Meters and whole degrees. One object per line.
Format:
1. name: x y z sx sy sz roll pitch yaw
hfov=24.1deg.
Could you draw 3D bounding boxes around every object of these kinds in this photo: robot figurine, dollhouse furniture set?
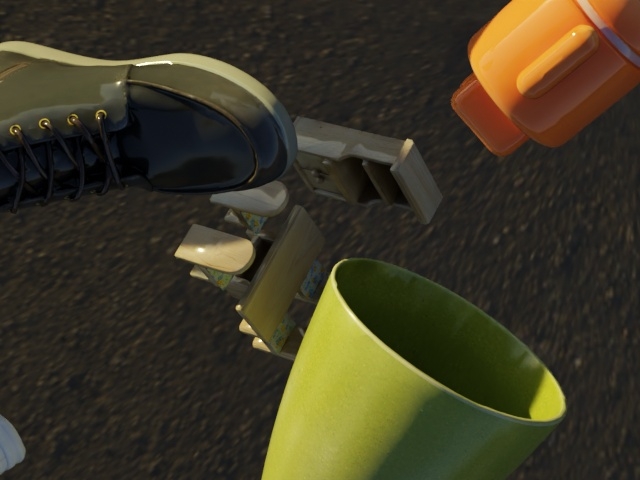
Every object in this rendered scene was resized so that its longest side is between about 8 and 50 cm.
1. robot figurine: 0.215 -0.168 1.285 0.219 0.158 0.128 -40 56 24
2. dollhouse furniture set: 0.000 0.000 1.650 0.161 0.212 0.242 16 66 33

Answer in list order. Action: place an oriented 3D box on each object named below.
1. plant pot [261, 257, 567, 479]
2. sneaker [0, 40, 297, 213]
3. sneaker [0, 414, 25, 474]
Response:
1. plant pot: 0.061 0.216 1.551 0.275 0.275 0.293 32 108 5
2. sneaker: -0.129 -0.045 0.819 0.222 0.118 0.083 9 126 28
3. sneaker: -0.376 0.207 1.431 0.212 0.094 0.080 -10 114 48
